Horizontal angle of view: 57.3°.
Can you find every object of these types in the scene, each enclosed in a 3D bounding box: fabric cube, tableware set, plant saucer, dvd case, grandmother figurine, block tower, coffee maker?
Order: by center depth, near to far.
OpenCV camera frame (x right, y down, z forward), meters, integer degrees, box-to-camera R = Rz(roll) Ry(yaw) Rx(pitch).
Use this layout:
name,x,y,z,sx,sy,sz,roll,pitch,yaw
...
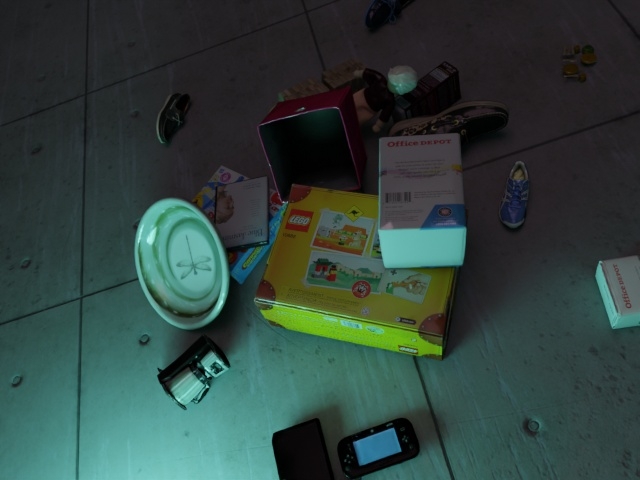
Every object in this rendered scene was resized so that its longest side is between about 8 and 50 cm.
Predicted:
name,x,y,z,sx,sy,sz,roll,pitch,yaw
coffee maker,-0.363,0.354,1.650,0.178,0.120,0.171,-41,57,-10
plant saucer,-0.398,0.063,1.767,0.400,0.100,0.401,8,104,34
fabric cube,-0.012,-0.298,1.788,0.253,0.259,0.258,-9,26,16
dvd case,-0.247,-0.081,1.827,0.180,0.022,0.253,-10,58,11
grandmother figurine,0.165,-0.450,1.857,0.342,0.208,0.104,-24,7,45
tableware set,0.836,-0.575,1.894,0.103,0.024,0.154,4,60,15
block tower,0.016,-0.511,2.006,0.335,0.097,0.091,-32,63,-24

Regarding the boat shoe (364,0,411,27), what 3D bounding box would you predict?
name,x,y,z,sx,sy,sz,roll,pitch,yaw
boat shoe,0.271,-0.895,2.209,0.089,0.109,0.258,36,77,27

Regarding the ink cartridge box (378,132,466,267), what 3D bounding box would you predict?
name,x,y,z,sx,sy,sz,roll,pitch,yaw
ink cartridge box,0.247,-0.096,1.441,0.198,0.197,0.270,-2,61,10

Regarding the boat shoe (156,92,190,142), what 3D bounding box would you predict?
name,x,y,z,sx,sy,sz,roll,pitch,yaw
boat shoe,-0.559,-0.469,2.223,0.079,0.084,0.233,1,58,18

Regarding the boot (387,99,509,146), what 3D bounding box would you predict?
name,x,y,z,sx,sy,sz,roll,pitch,yaw
boot,0.390,-0.262,1.773,0.377,0.138,0.285,-8,57,17

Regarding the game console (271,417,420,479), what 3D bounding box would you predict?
name,x,y,z,sx,sy,sz,roll,pitch,yaw
game console,0.063,0.529,1.460,0.361,0.044,0.213,-21,57,4

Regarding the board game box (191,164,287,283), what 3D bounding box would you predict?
name,x,y,z,sx,sy,sz,roll,pitch,yaw
board game box,-0.289,-0.059,1.893,0.308,0.086,0.302,26,70,28

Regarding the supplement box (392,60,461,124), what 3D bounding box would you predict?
name,x,y,z,sx,sy,sz,roll,pitch,yaw
supplement box,0.343,-0.458,1.910,0.239,0.130,0.073,-36,56,-7

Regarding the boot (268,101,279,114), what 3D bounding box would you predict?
name,x,y,z,sx,sy,sz,roll,pitch,yaw
boot,-0.067,-0.423,2.045,0.213,0.077,0.165,-17,56,-2

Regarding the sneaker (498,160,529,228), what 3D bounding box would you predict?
name,x,y,z,sx,sy,sz,roll,pitch,yaw
sneaker,0.555,-0.133,1.680,0.080,0.081,0.211,4,63,17

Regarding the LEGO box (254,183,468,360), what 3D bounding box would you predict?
name,x,y,z,sx,sy,sz,roll,pitch,yaw
LEGO box,0.120,0.077,1.597,0.499,0.193,0.373,10,63,16

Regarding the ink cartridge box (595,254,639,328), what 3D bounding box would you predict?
name,x,y,z,sx,sy,sz,roll,pitch,yaw
ink cartridge box,0.815,0.119,1.444,0.217,0.092,0.159,-9,58,10
